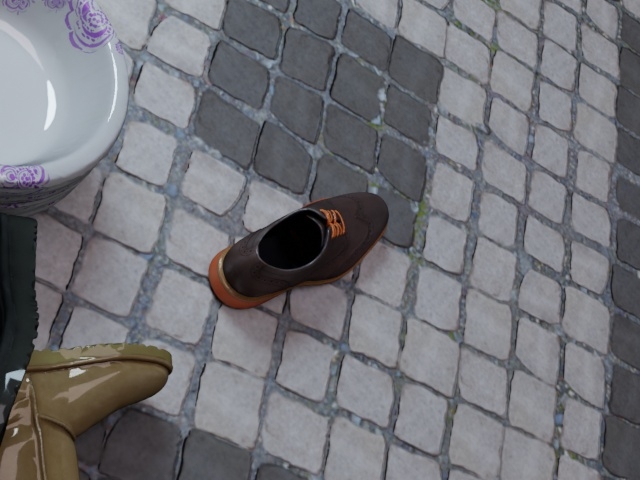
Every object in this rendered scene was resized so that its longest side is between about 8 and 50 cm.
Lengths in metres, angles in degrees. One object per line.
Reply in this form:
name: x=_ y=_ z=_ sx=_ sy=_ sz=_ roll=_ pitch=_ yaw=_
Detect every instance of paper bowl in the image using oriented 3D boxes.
paper bowl: x=-0.344 y=-0.152 z=1.215 sx=0.284 sy=0.148 sz=0.284 roll=16 pitch=59 yaw=-29

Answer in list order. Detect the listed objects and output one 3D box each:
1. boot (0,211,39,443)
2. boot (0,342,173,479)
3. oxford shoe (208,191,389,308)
boot: x=-0.373 y=0.066 z=1.006 sx=0.260 sy=0.131 sz=0.348 roll=13 pitch=24 yaw=-18
boot: x=-0.231 y=0.238 z=1.146 sx=0.236 sy=0.089 sz=0.270 roll=-1 pitch=70 yaw=-31
oxford shoe: x=0.000 y=0.000 z=1.422 sx=0.271 sy=0.098 sz=0.097 roll=-29 pitch=86 yaw=-42
